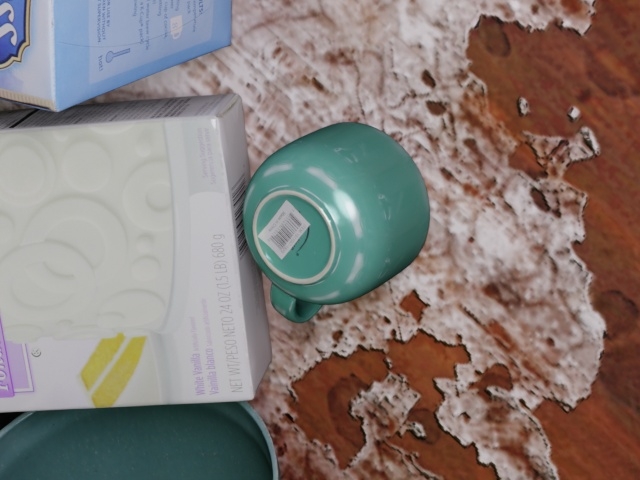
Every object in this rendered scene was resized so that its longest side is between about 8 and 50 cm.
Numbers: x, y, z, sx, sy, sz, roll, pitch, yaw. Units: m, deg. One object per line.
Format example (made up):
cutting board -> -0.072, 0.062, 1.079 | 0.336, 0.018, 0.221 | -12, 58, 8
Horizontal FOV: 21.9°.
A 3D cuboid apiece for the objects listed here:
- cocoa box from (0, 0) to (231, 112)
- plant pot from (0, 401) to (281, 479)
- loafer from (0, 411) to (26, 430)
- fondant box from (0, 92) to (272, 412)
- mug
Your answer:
cocoa box -> -0.212, -0.300, 1.215 | 0.228, 0.231, 0.347 | 15, 116, 28
plant pot -> -0.151, 0.283, 1.391 | 0.293, 0.293, 0.196 | 11, 139, 30
loafer -> -0.365, 0.108, 1.533 | 0.130, 0.134, 0.365 | -8, 102, 35
fondant box -> -0.218, 0.015, 1.350 | 0.330, 0.096, 0.238 | -3, 107, 11
mug -> 0.007, -0.004, 1.265 | 0.129, 0.097, 0.157 | 2, 108, 33
